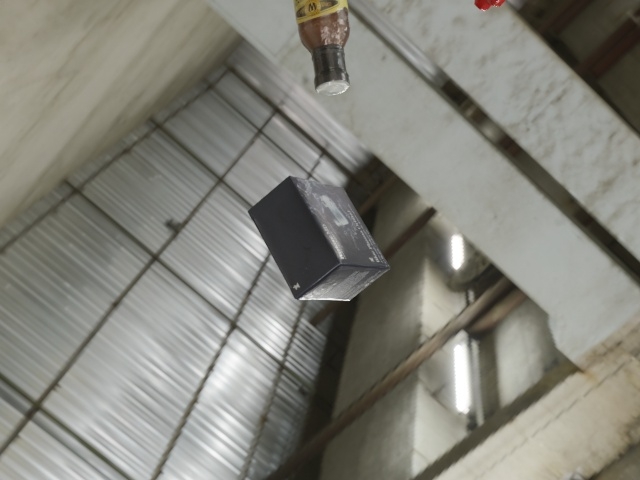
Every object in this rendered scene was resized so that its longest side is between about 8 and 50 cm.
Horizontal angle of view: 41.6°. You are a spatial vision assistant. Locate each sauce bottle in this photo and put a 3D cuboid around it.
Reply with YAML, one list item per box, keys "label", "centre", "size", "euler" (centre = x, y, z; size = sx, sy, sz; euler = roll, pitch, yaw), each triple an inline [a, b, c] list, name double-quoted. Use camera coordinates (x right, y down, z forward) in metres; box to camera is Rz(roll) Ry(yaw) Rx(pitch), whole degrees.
- label: "sauce bottle"
  centre: [0.003, -0.464, 1.691]
  size: [0.112, 0.344, 0.111]
  euler: [-9, 167, -2]

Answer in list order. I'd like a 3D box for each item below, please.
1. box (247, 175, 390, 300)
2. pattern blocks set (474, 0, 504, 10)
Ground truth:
- label: "box"
  centre: [0.000, 0.000, 1.234]
  size: [0.093, 0.156, 0.158]
  euler: [-39, 158, 23]
- label: "pattern blocks set"
  centre: [0.378, -0.559, 1.460]
  size: [0.325, 0.026, 0.285]
  euler: [-1, -93, 63]
